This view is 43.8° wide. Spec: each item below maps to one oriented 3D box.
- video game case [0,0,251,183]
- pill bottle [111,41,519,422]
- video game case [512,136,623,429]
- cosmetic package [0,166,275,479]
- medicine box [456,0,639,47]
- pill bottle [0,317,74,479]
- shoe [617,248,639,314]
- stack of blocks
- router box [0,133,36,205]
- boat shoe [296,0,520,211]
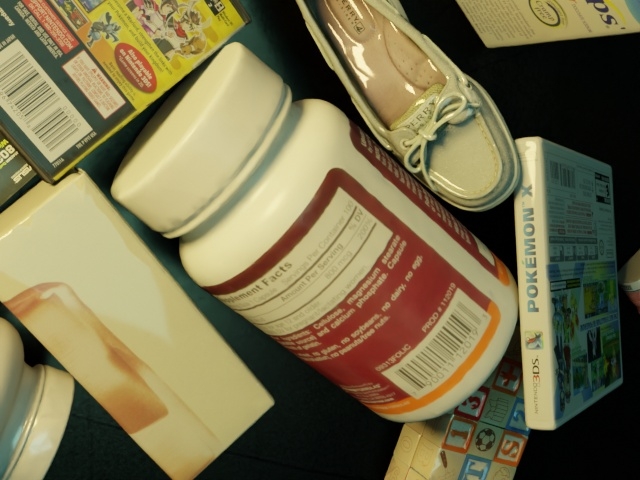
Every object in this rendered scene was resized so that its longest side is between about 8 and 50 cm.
[{"bbox_3d":[-0.232,-0.231,0.692,0.248,0.035,0.274,-43,114,-15],"label":"video game case"},{"bbox_3d":[0.000,0.000,0.817,0.392,0.224,0.224,40,81,-24],"label":"pill bottle"},{"bbox_3d":[0.301,0.045,0.945,0.329,0.036,0.299,1,86,-58],"label":"video game case"},{"bbox_3d":[-0.197,0.080,0.781,0.129,0.153,0.296,-41,111,-14],"label":"cosmetic package"},{"bbox_3d":[0.311,-0.357,0.864,0.263,0.289,0.149,-46,114,-11],"label":"medicine box"},{"bbox_3d":[-0.390,0.122,0.682,0.323,0.181,0.181,26,87,-25],"label":"pill bottle"},{"bbox_3d":[0.509,0.031,1.146,0.178,0.063,0.081,-42,114,-7],"label":"shoe"},{"bbox_3d":[0.182,0.195,1.007,0.171,0.087,0.297,20,90,-26],"label":"stack of blocks"},{"bbox_3d":[-0.342,-0.062,0.753,0.122,0.038,0.092,-46,114,-12],"label":"router box"},{"bbox_3d":[0.081,-0.162,0.820,0.118,0.103,0.320,-37,81,27],"label":"boat shoe"}]
